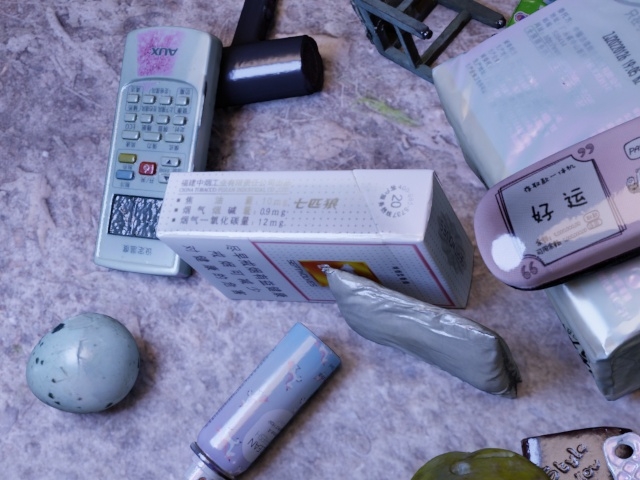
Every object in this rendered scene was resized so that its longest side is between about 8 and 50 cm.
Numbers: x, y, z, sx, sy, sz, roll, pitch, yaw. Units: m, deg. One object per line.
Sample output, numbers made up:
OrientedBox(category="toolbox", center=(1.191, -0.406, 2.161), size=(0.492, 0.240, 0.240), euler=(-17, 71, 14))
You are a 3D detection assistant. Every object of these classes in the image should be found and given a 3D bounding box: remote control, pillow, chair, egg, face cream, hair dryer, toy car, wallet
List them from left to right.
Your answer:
OrientedBox(category="egg", center=(-0.312, 0.159, 1.360), size=(0.164, 0.131, 0.131), euler=(-13, 61, 23))
OrientedBox(category="remote control", center=(-0.223, -0.124, 1.454), size=(0.145, 0.050, 0.343), euler=(5, 87, 24))
OrientedBox(category="hair dryer", center=(-0.093, -0.307, 1.538), size=(0.197, 0.089, 0.251), euler=(-5, 57, 20))
OrientedBox(category="face cream", center=(-0.076, 0.206, 1.276), size=(0.075, 0.075, 0.229), euler=(38, 84, 32))
OrientedBox(category="chair", center=(0.101, -0.343, 1.441), size=(0.270, 0.136, 0.147), euler=(37, 81, 30))
OrientedBox(category="pillow", center=(0.115, 0.105, 1.209), size=(0.230, 0.148, 0.050), euler=(19, 61, 27))
OrientedBox(category="toy car", center=(0.274, -0.286, 1.387), size=(0.063, 0.071, 0.165), euler=(25, 75, 15))
OrientedBox(category="wallet", center=(0.283, 0.309, 1.109), size=(0.122, 0.031, 0.232), euler=(-12, 61, 18))

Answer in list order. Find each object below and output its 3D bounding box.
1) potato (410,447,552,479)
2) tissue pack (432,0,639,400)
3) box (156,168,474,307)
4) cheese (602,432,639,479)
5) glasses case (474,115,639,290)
OrientedBox(category="potato", center=(0.165, 0.314, 1.064), size=(0.197, 0.148, 0.228), euler=(-32, 34, 36))
OrientedBox(category="tissue pack", center=(0.359, -0.081, 1.170), size=(0.332, 0.205, 0.404), euler=(-28, 58, 6))
OrientedBox(category="box", center=(0.000, 0.001, 1.268), size=(0.330, 0.210, 0.095), euler=(2, 67, 23))
OrientedBox(category="cheese", center=(0.327, 0.301, 1.037), size=(0.137, 0.064, 0.227), euler=(-18, 62, 17))
OrientedBox(category="glasses case", center=(0.300, -0.049, 1.016), size=(0.314, 0.075, 0.122), euler=(-23, 59, 15))
